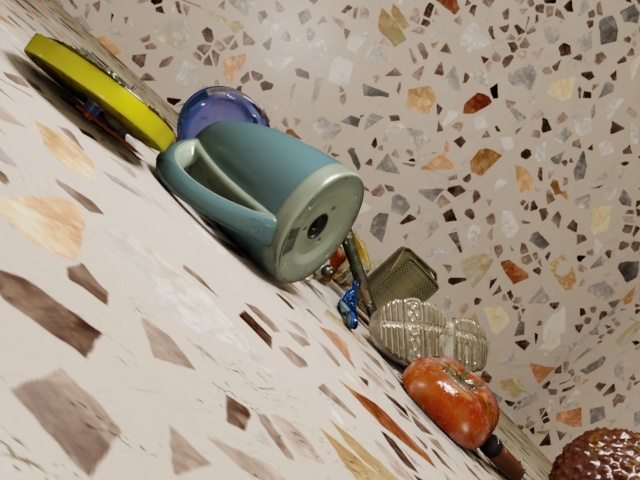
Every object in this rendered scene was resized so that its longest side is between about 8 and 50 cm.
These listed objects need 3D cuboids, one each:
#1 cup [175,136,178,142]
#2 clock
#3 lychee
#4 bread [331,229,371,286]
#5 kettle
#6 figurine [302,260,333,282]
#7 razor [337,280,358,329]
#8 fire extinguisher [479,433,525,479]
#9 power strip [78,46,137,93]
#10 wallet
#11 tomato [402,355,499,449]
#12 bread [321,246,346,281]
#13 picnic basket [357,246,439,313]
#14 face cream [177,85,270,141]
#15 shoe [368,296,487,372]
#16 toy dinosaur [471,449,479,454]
[{"bbox_3d":[-0.382,-0.285,2.056,0.077,0.078,0.100,48,33,7],"label":"cup"},{"bbox_3d":[-0.379,-0.236,1.186,0.277,0.071,0.293,35,-8,-5],"label":"clock"},{"bbox_3d":[0.577,0.508,1.361,0.276,0.275,0.304,42,-35,-19],"label":"lychee"},{"bbox_3d":[0.004,-0.002,2.423,0.388,0.183,0.236,49,18,-3],"label":"bread"},{"bbox_3d":[-0.141,-0.105,1.327,0.342,0.247,0.319,36,25,22],"label":"kettle"},{"bbox_3d":[-0.037,0.048,1.665,0.147,0.093,0.197,21,3,20],"label":"figurine"},{"bbox_3d":[0.069,0.172,1.741,0.056,0.093,0.324,3,6,2],"label":"razor"},{"bbox_3d":[0.417,0.495,1.561,0.050,0.062,0.177,-11,-47,40],"label":"fire extinguisher"},{"bbox_3d":[-0.549,-0.422,1.745,0.145,0.061,0.215,44,2,-6],"label":"power strip"},{"bbox_3d":[0.115,0.100,2.063,0.169,0.044,0.316,59,12,-87],"label":"wallet"},{"bbox_3d":[0.293,0.332,1.498,0.237,0.095,0.236,32,18,-12],"label":"tomato"},{"bbox_3d":[-0.065,-0.022,2.038,0.295,0.114,0.327,43,4,-27],"label":"bread"},{"bbox_3d":[0.253,0.162,2.323,0.165,0.267,0.139,45,7,-12],"label":"picnic basket"},{"bbox_3d":[-0.270,-0.298,1.918,0.249,0.249,0.225,42,2,-19],"label":"face cream"},{"bbox_3d":[0.247,0.268,1.787,0.351,0.171,0.198,22,-25,-26],"label":"shoe"},{"bbox_3d":[0.293,0.394,1.563,0.187,0.044,0.106,56,20,7],"label":"toy dinosaur"}]
